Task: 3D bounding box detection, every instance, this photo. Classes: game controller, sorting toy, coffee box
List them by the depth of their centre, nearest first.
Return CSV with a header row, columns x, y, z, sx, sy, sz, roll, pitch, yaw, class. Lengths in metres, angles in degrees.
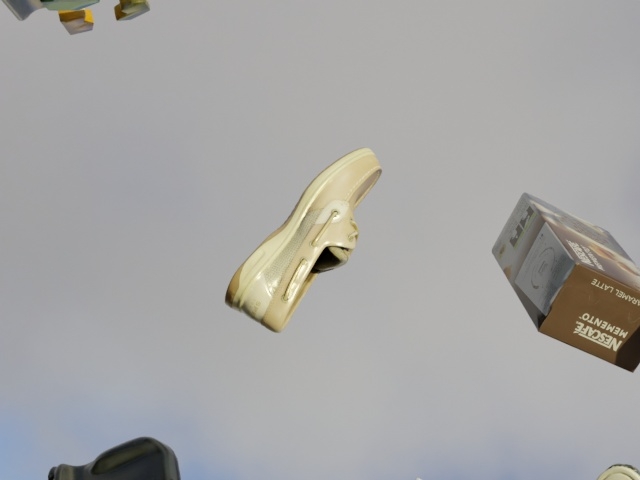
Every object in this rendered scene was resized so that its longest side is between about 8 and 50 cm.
x,y,z,sx,sy,sz,roll,pitch,yaw,class
-0.206,0.304,1.403,0.319,0.166,0.067,-112,-175,-62,game controller
-0.242,-0.289,1.643,0.307,0.229,0.041,72,5,-82,sorting toy
0.317,0.047,1.800,0.141,0.246,0.098,23,-73,-14,coffee box

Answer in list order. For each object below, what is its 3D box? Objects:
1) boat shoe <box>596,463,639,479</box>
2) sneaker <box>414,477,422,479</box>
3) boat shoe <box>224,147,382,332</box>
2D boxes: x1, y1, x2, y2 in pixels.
x,y,z,sx,sy,sz,roll,pitch,yaw,class
0.428,0.391,1.799,0.095,0.079,0.254,-42,-109,22,boat shoe
0.125,0.413,2.215,0.054,0.061,0.152,33,-40,-7,sneaker
0.000,0.000,1.913,0.098,0.302,0.109,33,-31,14,boat shoe
